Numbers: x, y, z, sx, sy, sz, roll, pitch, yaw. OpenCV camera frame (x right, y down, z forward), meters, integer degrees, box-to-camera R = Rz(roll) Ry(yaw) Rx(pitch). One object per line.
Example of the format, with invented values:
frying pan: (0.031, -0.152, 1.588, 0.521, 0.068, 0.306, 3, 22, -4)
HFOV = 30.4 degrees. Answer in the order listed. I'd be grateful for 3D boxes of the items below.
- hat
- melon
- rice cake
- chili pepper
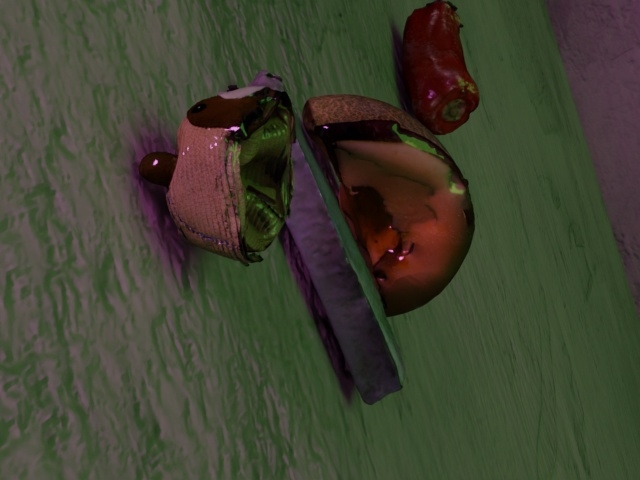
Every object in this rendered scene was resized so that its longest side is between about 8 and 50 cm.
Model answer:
hat: (-0.048, -0.032, 0.558, 0.077, 0.059, 0.076, -60, 148, -58)
melon: (0.043, -0.043, 0.756, 0.128, 0.079, 0.160, -114, 180, -51)
rice cake: (0.000, 0.000, 0.701, 0.043, 0.034, 0.211, -80, 148, -69)
chili pepper: (0.109, -0.157, 1.091, 0.070, 0.073, 0.123, 14, 48, -19)
